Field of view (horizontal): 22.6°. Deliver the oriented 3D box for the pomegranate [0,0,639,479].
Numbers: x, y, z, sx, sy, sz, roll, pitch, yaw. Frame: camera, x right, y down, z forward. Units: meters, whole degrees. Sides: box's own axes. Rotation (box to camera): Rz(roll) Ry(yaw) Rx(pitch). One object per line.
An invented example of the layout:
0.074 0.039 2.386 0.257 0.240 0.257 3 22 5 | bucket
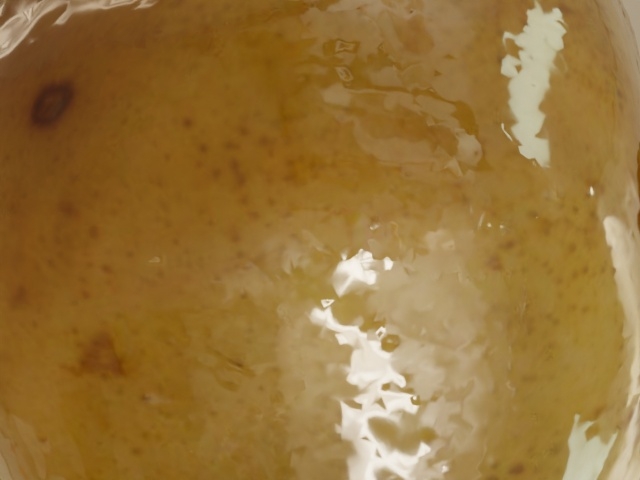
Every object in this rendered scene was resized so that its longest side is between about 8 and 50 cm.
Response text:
0.010 0.000 0.787 0.417 0.417 0.416 -41 -139 50 | pomegranate
